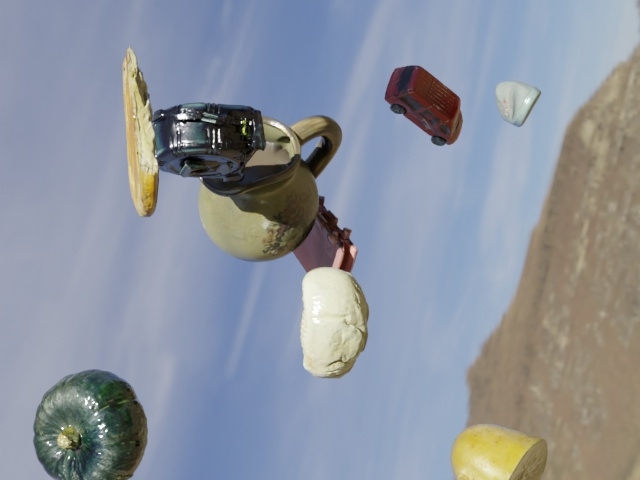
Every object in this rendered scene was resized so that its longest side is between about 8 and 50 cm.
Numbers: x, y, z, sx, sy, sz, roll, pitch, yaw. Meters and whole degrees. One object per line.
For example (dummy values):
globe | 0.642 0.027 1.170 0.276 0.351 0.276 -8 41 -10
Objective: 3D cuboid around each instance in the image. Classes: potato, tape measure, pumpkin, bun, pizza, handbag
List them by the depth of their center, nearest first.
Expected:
pizza | -0.259 -0.153 1.703 0.181 0.034 0.262 119 144 -67
bun | 0.022 0.135 1.917 0.164 0.111 0.188 -113 22 -82
pumpkin | -0.390 0.323 2.003 0.152 0.212 0.211 7 -82 -50
tape measure | -0.201 -0.163 2.037 0.199 0.186 0.112 132 139 -67
potato | 0.311 0.413 2.173 0.178 0.158 0.203 -60 -33 -7
handbag | 0.000 0.000 2.494 0.059 0.212 0.157 -12 -42 -28

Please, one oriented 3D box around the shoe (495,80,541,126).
shoe | 0.367 -0.267 2.282 0.079 0.078 0.195 -60 -1 4

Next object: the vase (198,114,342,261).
vase | -0.090 -0.133 2.320 0.329 0.241 0.302 -36 -25 -19

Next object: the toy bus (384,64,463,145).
toy bus | 0.218 -0.263 2.317 0.195 0.089 0.081 34 -115 -33
